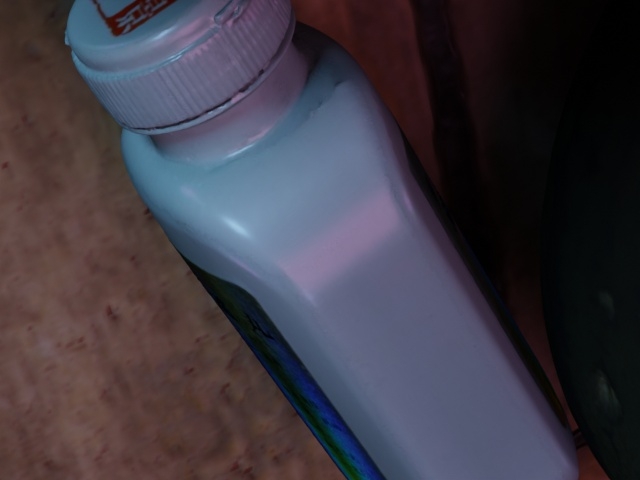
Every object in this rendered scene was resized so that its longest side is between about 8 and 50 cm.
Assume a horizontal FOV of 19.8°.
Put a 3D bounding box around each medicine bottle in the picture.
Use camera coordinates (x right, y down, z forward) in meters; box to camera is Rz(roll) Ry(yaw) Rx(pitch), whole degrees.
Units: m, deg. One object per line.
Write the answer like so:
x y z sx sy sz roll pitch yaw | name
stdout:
0.000 0.000 0.608 0.083 0.121 0.229 -37 127 -3 | medicine bottle

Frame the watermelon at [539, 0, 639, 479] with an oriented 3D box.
0.219 -0.012 0.620 0.279 0.279 0.359 21 102 -35 | watermelon
